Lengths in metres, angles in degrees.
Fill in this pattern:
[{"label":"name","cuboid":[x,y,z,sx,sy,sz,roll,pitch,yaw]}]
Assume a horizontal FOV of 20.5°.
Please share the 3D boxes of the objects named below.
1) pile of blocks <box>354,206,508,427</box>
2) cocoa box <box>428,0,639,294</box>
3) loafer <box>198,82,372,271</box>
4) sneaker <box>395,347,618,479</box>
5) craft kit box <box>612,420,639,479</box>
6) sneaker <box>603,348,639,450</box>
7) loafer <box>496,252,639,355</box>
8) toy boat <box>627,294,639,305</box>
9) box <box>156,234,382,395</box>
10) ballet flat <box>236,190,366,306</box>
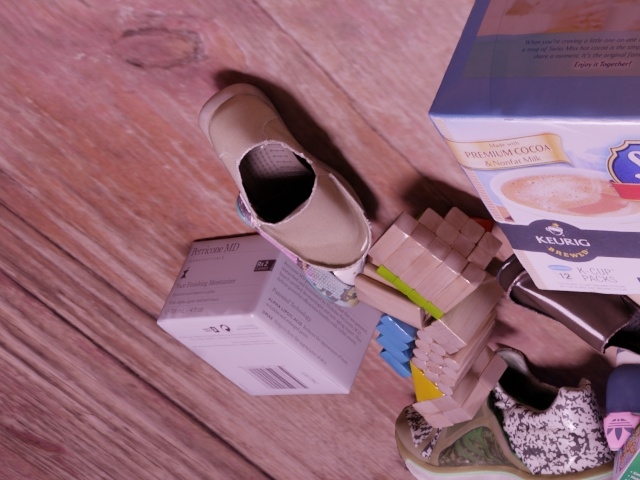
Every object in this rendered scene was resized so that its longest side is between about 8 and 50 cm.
[{"label":"pile of blocks","cuboid":[0.130,0.061,1.916,0.149,0.112,0.362,26,150,21]},{"label":"cocoa box","cuboid":[0.298,-0.109,1.280,0.347,0.231,0.228,3,148,34]},{"label":"loafer","cuboid":[-0.031,-0.044,1.805,0.102,0.092,0.268,-34,130,12]},{"label":"sneaker","cuboid":[0.227,0.207,2.122,0.410,0.158,0.182,6,110,57]},{"label":"craft kit box","cuboid":[0.460,0.208,1.799,0.250,0.061,0.247,21,130,-2]},{"label":"sneaker","cuboid":[0.417,0.247,2.002,0.319,0.131,0.112,39,149,-31]},{"label":"loafer","cuboid":[0.283,0.068,1.787,0.220,0.078,0.080,17,132,-10]},{"label":"toy boat","cuboid":[0.377,-0.017,1.535,0.318,0.148,0.267,13,149,35]},{"label":"box","cuboid":[-0.060,0.090,2.098,0.181,0.119,0.182,-7,141,47]},{"label":"ballet flat","cuboid":[0.000,0.000,1.941,0.079,0.077,0.221,-22,133,30]}]
